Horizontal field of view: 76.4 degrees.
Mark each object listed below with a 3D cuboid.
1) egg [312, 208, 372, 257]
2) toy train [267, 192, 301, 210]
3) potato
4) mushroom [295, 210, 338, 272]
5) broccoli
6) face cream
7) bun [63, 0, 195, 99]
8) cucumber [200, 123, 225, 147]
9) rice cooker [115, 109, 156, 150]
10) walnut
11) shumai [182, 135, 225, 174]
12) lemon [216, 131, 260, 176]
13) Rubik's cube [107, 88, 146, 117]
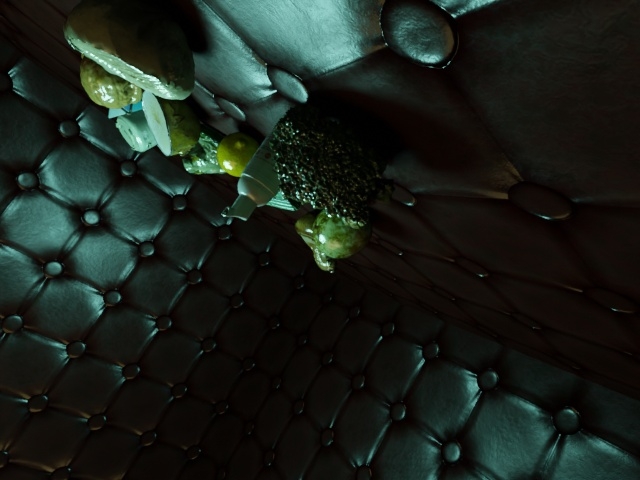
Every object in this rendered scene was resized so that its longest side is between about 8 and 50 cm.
[{"bbox_3d":[0.098,-0.043,1.765,0.238,0.238,0.289,38,146,-30],"label":"egg"},{"bbox_3d":[-0.226,-0.254,1.937,0.330,0.138,0.178,15,160,31],"label":"toy train"},{"bbox_3d":[-0.625,-0.533,1.758,0.246,0.196,0.299,42,147,25],"label":"potato"},{"bbox_3d":[0.000,0.000,2.187,0.345,0.259,0.345,30,170,6],"label":"mushroom"},{"bbox_3d":[0.034,-0.200,1.122,0.317,0.277,0.338,15,-170,-34],"label":"broccoli"},{"bbox_3d":[-0.204,-0.215,1.427,0.145,0.369,0.145,32,171,6],"label":"face cream"},{"bbox_3d":[-0.518,-0.567,1.159,0.360,0.211,0.360,26,180,0],"label":"bun"},{"bbox_3d":[-0.497,-0.483,1.906,0.227,0.069,0.069,34,170,2],"label":"cucumber"},{"bbox_3d":[-0.899,-0.595,2.102,0.226,0.244,0.226,33,144,28],"label":"rice cooker"},{"bbox_3d":[-0.814,-0.646,1.589,0.257,0.224,0.257,19,150,11],"label":"walnut"},{"bbox_3d":[-0.572,-0.403,2.146,0.272,0.203,0.222,27,171,8],"label":"shumai"},{"bbox_3d":[-0.338,-0.355,1.700,0.187,0.187,0.244,32,160,-1],"label":"lemon"},{"bbox_3d":[-0.868,-0.642,1.768,0.284,0.234,0.250,31,170,11],"label":"Rubik's cube"}]
